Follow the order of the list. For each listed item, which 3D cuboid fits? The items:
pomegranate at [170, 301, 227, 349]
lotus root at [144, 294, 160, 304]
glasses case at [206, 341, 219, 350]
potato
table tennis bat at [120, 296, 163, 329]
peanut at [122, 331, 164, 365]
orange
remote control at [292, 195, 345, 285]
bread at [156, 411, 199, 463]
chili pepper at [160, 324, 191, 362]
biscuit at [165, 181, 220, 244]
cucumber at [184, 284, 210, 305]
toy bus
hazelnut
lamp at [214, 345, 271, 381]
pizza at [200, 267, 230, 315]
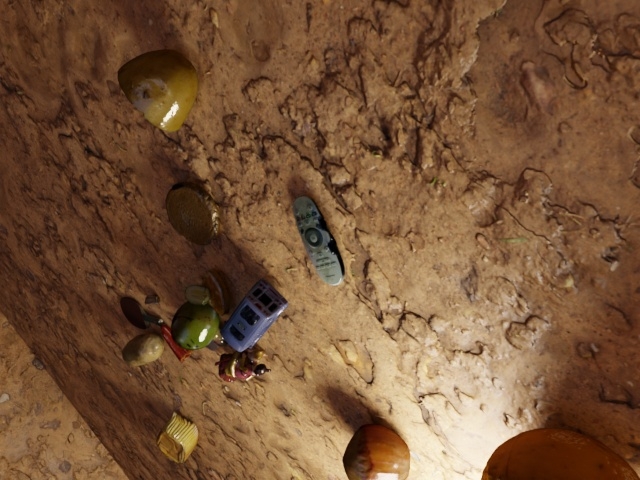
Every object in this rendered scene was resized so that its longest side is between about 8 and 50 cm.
[{"bbox_3d":[-0.417,0.293,1.542,0.179,0.210,0.179,-5,83,46],"label":"pomegranate"},{"bbox_3d":[-0.667,0.235,1.751,0.083,0.030,0.037,-11,77,34],"label":"lotus root"},{"bbox_3d":[-0.448,0.336,1.645,0.193,0.049,0.074,41,130,7],"label":"glasses case"},{"bbox_3d":[-0.397,-0.413,1.135,0.158,0.178,0.203,-37,73,26],"label":"potato"},{"bbox_3d":[-0.764,0.319,1.870,0.274,0.021,0.154,8,119,33],"label":"table tennis bat"},{"bbox_3d":[-0.748,0.461,1.871,0.224,0.129,0.129,-21,102,30],"label":"peanut"},{"bbox_3d":[0.535,0.577,0.958,0.340,0.293,0.340,31,135,38],"label":"orange"},{"bbox_3d":[-0.001,0.000,1.164,0.097,0.045,0.256,-14,103,37],"label":"remote control"},{"bbox_3d":[-0.663,0.920,2.055,0.179,0.133,0.250,32,129,15],"label":"bread"},{"bbox_3d":[-0.592,0.406,1.776,0.169,0.065,0.088,46,130,9],"label":"chili pepper"},{"bbox_3d":[-0.402,-0.084,1.388,0.226,0.042,0.226,15,122,25],"label":"biscuit"},{"bbox_3d":[-0.416,0.182,1.488,0.107,0.035,0.067,7,88,37],"label":"cucumber"},{"bbox_3d":[-0.225,0.254,1.393,0.125,0.133,0.292,44,130,6],"label":"toy bus"},{"bbox_3d":[0.166,0.670,1.327,0.210,0.186,0.210,6,100,35],"label":"hazelnut"},{"bbox_3d":[-0.260,0.425,1.529,0.253,0.118,0.118,-29,97,42],"label":"lamp"},{"bbox_3d":[-0.359,0.169,1.495,0.134,0.046,0.175,10,116,35],"label":"pizza"}]
